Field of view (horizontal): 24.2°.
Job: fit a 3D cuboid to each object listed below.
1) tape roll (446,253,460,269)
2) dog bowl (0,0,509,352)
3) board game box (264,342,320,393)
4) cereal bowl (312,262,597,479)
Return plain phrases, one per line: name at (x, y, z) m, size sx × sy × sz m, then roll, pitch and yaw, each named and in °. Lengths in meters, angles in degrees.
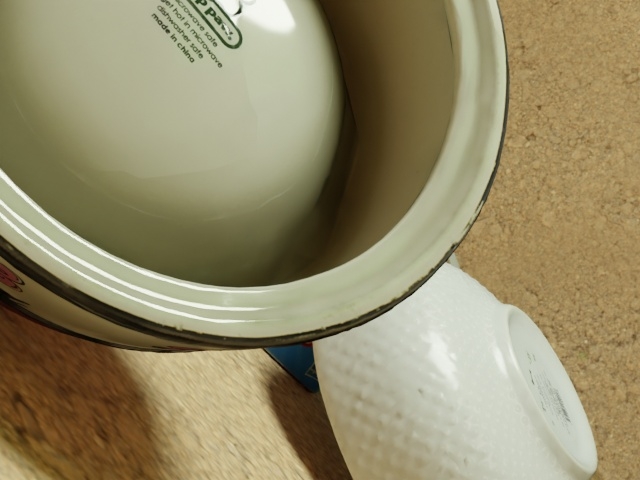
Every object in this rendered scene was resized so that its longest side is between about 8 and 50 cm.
tape roll at (0.115, 0.071, 1.688) m, size 0.392 × 0.072 × 0.392 m, roll -19°, pitch 90°, yaw -80°
dog bowl at (-0.094, -0.117, 0.889) m, size 0.408 × 0.408 × 0.150 m, roll 47°, pitch -35°, yaw -8°
board game box at (-0.098, -0.033, 1.473) m, size 0.308 × 0.086 × 0.302 m, roll 45°, pitch 7°, yaw -21°
cereal bowl at (0.139, 0.155, 1.294) m, size 0.339 × 0.141 × 0.339 m, roll 51°, pitch 21°, yaw -27°
